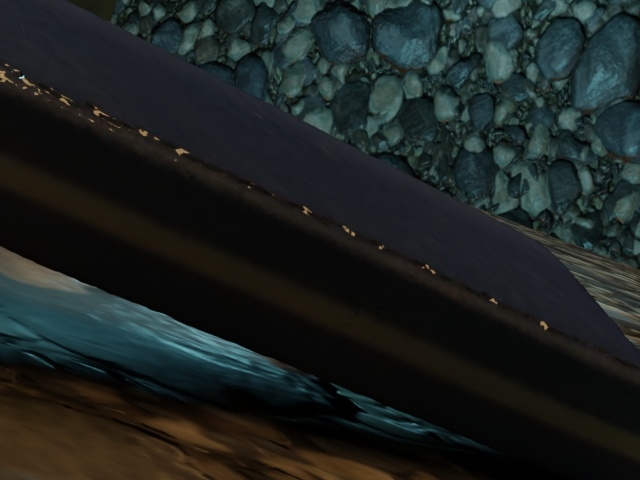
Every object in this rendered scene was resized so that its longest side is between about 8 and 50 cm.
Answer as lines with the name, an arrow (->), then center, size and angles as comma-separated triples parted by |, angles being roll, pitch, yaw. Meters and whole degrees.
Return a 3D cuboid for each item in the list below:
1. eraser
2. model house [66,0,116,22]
eraser -> 0.000, 0.000, 0.383 | 0.225, 0.036, 0.082 | 25, 20, -30
model house -> -0.266, -0.171, 0.634 | 0.325, 0.194, 0.267 | 17, 4, 13
